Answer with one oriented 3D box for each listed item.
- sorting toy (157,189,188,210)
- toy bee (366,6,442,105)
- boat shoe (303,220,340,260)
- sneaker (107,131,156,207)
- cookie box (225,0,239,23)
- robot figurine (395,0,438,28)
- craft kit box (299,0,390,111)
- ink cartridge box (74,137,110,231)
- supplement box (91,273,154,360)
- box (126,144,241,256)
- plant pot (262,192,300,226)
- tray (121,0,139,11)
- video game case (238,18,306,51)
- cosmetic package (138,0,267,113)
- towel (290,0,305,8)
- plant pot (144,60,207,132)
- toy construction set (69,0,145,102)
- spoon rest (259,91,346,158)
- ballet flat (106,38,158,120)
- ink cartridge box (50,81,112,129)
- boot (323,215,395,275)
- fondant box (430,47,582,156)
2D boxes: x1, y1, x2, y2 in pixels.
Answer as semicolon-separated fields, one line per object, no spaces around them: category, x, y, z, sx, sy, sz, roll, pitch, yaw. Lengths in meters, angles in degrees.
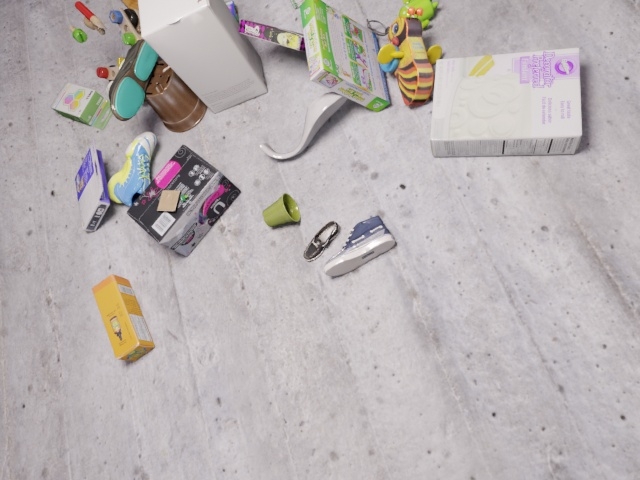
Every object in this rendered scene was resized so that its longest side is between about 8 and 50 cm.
sorting toy;-0.383;-0.103;1.245;0.083;0.012;0.062;3;69;22
toy bee;0.218;-0.514;1.249;0.195;0.162;0.298;-35;82;-31
boat shoe;0.000;0.000;1.227;0.125;0.038;0.046;-43;65;0
sneaker;-0.543;-0.205;1.453;0.126;0.091;0.240;34;97;15
cookie box;-0.318;-0.727;1.580;0.092;0.040;0.107;-15;69;12
robot figurine;0.272;-0.644;1.347;0.115;0.067;0.101;-29;95;5
craft kit box;0.067;-0.493;1.270;0.061;0.247;0.249;-27;61;40
ink cartridge box;-0.686;-0.169;1.450;0.208;0.045;0.206;-42;58;39
supplement box;-0.541;0.210;1.309;0.078;0.080;0.233;-34;63;5
box;-0.374;-0.107;1.329;0.163;0.142;0.247;37;87;24
plant pot;-0.110;-0.074;1.273;0.079;0.083;0.083;-23;66;22
tray;-0.564;-0.825;1.604;0.411;0.203;0.076;30;82;24
video game case;-0.078;-0.571;1.356;0.210;0.232;0.041;26;115;23
cosmetic package;-0.313;-0.538;1.334;0.197;0.365;0.155;-17;67;11
towel;-0.037;-0.819;1.532;0.152;0.023;0.113;-26;67;8
plant pot;-0.460;-0.444;1.460;0.167;0.165;0.166;-6;71;17
toy construction set;-0.595;-0.581;1.492;0.237;0.309;0.257;43;96;20
spoon rest;-0.035;-0.310;1.313;0.276;0.137;0.084;-34;94;18
ballet flat;-0.540;-0.447;1.352;0.096;0.095;0.280;-1;61;28
ink cartridge box;-0.811;-0.462;1.635;0.209;0.062;0.109;21;79;23
boot;0.084;0.014;1.187;0.190;0.069;0.086;-26;59;-1
fondant box;0.446;-0.332;1.168;0.330;0.096;0.238;2;72;18
